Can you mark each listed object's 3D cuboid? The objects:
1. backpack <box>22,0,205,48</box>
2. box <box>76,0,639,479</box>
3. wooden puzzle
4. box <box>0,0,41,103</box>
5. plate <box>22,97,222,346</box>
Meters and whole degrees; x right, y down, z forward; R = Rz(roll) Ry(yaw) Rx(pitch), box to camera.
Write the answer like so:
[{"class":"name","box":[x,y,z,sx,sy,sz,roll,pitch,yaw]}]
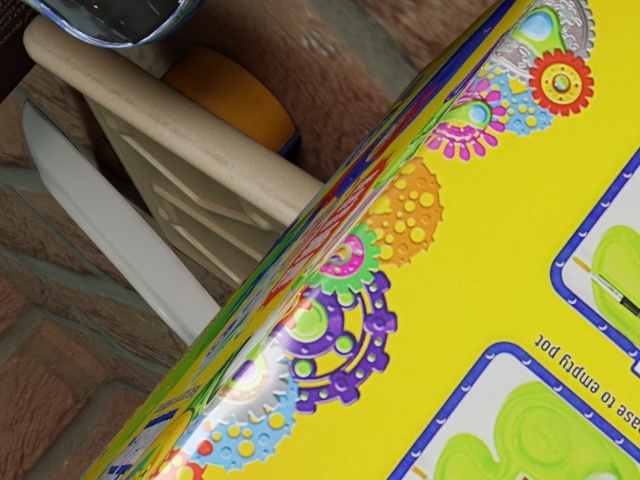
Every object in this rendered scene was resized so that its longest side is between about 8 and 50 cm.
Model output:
[{"class":"backpack","box":[-0.098,-0.146,0.611,0.114,0.105,0.084,39,-173,-1]},{"class":"box","box":[0.061,0.054,0.463,0.177,0.279,0.290,40,164,-4]},{"class":"wooden puzzle","box":[0.000,0.000,0.854,0.322,0.080,0.348,33,168,23]},{"class":"box","box":[-0.243,-0.208,0.709,0.191,0.143,0.381,39,163,2]},{"class":"plate","box":[-0.145,0.022,1.156,0.278,0.045,0.277,47,175,12]}]
